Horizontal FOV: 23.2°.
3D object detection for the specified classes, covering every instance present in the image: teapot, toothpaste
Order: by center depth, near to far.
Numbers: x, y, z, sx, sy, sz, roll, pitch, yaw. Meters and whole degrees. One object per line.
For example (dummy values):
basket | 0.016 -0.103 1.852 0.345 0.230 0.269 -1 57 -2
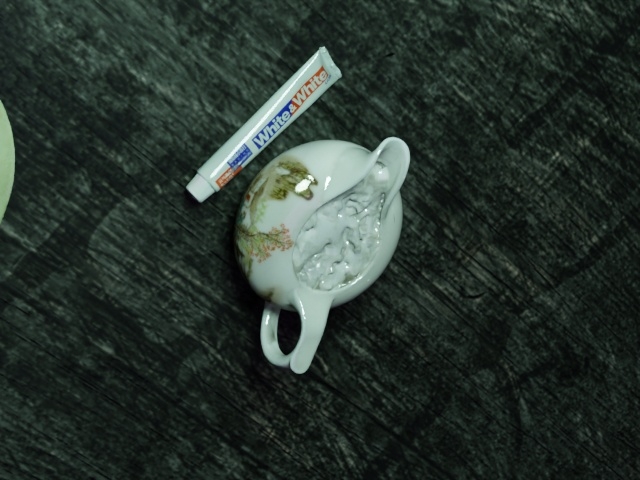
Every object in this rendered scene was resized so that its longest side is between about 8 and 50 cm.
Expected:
toothpaste | -0.063 -0.125 1.718 0.218 0.033 0.052 -45 134 -8
teapot | 0.000 0.000 1.757 0.204 0.139 0.298 7 112 -37

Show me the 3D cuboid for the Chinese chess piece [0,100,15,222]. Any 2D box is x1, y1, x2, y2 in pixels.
Chinese chess piece | -0.407 -0.071 1.452 0.250 0.101 0.250 -15 112 -42
